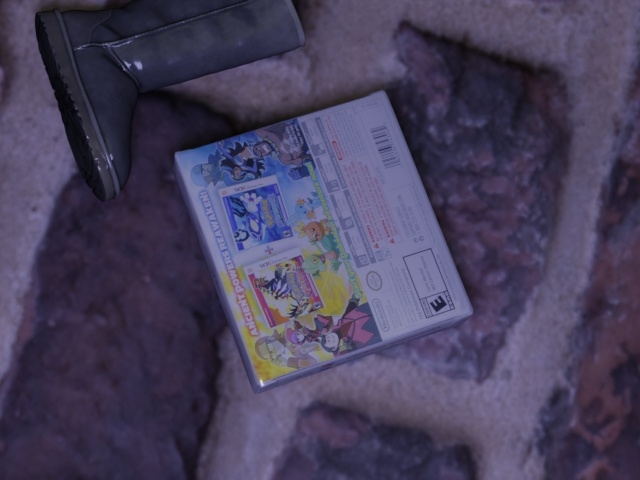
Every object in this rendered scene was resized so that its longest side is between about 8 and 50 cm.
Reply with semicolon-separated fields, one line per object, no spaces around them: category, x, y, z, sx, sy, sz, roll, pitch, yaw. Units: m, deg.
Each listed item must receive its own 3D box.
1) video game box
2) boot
video game box;0.000;0.000;1.365;0.187;0.048;0.205;-17;76;-15
boot;-0.113;-0.140;1.383;0.208;0.076;0.190;-13;73;-19
